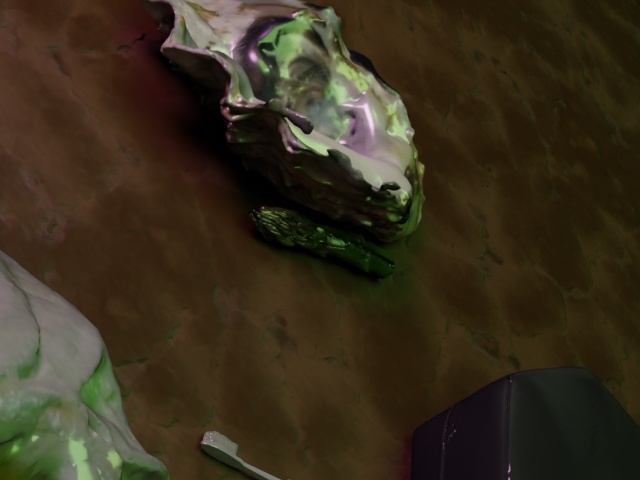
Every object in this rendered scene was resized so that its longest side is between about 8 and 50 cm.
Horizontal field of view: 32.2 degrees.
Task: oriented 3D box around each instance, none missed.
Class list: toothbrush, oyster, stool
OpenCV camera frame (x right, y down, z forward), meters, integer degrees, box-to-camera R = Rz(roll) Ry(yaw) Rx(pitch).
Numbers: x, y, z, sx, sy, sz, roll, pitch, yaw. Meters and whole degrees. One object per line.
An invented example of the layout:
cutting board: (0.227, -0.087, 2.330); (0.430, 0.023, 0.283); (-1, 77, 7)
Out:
toothbrush: (-0.013, 0.198, 0.860); (0.194, 0.014, 0.017); (34, 42, -19)
oyster: (-0.023, -0.123, 1.027); (0.351, 0.115, 0.238); (41, 32, -20)
stool: (0.185, 0.224, 0.930); (0.232, 0.141, 0.232); (26, 46, -30)

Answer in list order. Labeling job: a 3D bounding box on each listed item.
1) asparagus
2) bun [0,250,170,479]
asparagus: (0.000, 0.000, 1.011); (0.165, 0.030, 0.036); (19, 77, -34)
bun: (-0.207, 0.130, 0.556); (0.354, 0.194, 0.354); (42, 32, -35)
